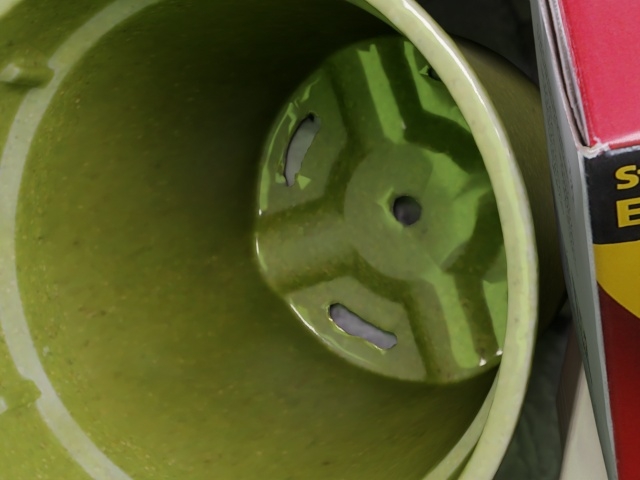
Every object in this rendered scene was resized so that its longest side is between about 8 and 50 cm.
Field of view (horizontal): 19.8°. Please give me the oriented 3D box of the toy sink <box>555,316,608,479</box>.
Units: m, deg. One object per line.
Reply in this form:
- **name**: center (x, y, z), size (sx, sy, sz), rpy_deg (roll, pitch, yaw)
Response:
- **toy sink**: center (0.185, 0.046, 0.786), size (0.153, 0.131, 0.234), rpy_deg (10, 98, 4)

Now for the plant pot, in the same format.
- **plant pot**: center (0.000, 0.000, 0.806), size (0.276, 0.254, 0.276), rpy_deg (3, 98, 24)

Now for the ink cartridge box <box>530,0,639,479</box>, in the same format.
- **ink cartridge box**: center (0.225, -0.053, 0.565), size (0.310, 0.271, 0.130), rpy_deg (-10, 49, 6)
